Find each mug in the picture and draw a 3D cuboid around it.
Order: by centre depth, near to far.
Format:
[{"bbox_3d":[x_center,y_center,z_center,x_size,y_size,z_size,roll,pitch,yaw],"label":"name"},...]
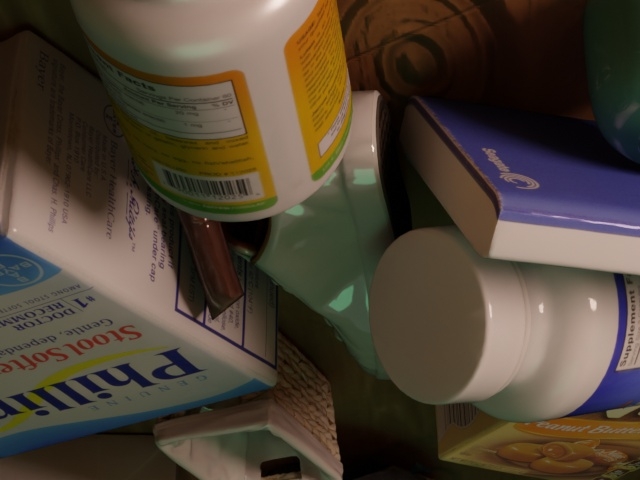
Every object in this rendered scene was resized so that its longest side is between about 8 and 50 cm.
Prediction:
[{"bbox_3d":[0.221,-0.104,1.001,0.129,0.097,0.158,-7,152,12],"label":"mug"}]

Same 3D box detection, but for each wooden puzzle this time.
[{"bbox_3d":[0.070,0.248,1.765,0.116,0.014,0.078,-21,151,33],"label":"wooden puzzle"}]

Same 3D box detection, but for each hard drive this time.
[{"bbox_3d":[0.228,-0.025,1.069,0.319,0.210,0.040,7,110,-15],"label":"hard drive"}]

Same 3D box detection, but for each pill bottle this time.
[{"bbox_3d":[-0.059,-0.124,0.914,0.136,0.136,0.245,-3,152,5],"label":"pill bottle"},{"bbox_3d":[0.168,0.042,1.143,0.272,0.152,0.152,-4,160,-39],"label":"pill bottle"}]

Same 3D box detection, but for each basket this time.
[{"bbox_3d":[-0.060,0.147,1.470,0.113,0.103,0.167,-11,151,19],"label":"basket"}]

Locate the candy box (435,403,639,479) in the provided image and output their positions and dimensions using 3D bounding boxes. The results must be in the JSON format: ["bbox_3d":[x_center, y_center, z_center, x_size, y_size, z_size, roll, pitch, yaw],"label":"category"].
[{"bbox_3d":[0.257,0.112,1.427,0.183,0.087,0.316,13,150,-28],"label":"candy box"}]

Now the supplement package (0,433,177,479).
[{"bbox_3d":[-0.243,0.333,1.647,0.204,0.261,0.145,1,152,-4],"label":"supplement package"}]

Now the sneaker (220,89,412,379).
[{"bbox_3d":[0.000,0.000,1.177,0.123,0.106,0.290,-4,142,9],"label":"sneaker"}]

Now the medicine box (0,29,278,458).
[{"bbox_3d":[-0.212,0.019,1.169,0.263,0.149,0.289,-17,148,28],"label":"medicine box"}]

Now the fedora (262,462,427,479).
[{"bbox_3d":[-0.024,0.347,1.724,0.152,0.334,0.334,34,177,39],"label":"fedora"}]

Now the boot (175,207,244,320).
[{"bbox_3d":[-0.070,-0.006,1.075,0.037,0.114,0.106,-14,-178,-6],"label":"boot"}]
